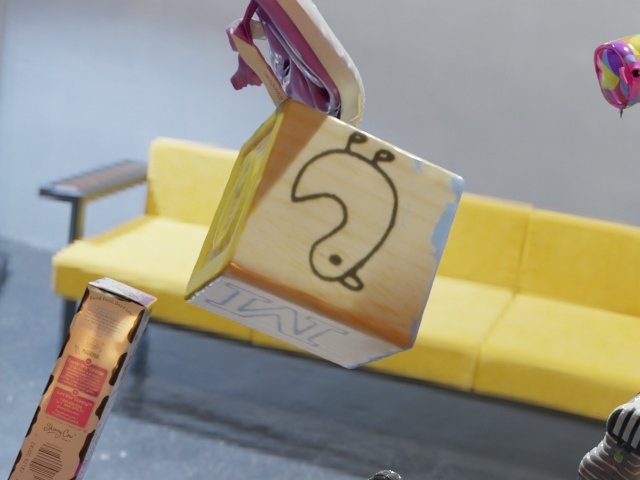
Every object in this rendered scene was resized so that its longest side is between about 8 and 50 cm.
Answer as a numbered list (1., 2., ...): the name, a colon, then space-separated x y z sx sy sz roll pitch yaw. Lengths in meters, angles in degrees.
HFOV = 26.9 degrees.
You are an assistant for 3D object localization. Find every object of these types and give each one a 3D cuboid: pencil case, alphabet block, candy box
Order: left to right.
1. candy box: -0.258 0.161 1.466 0.071 0.233 0.159 22 0 -3
2. alphabet block: 0.000 0.000 1.335 0.197 0.192 0.193 23 -19 -13
3. pencil case: 0.484 -0.245 1.792 0.236 0.104 0.104 -18 21 -14

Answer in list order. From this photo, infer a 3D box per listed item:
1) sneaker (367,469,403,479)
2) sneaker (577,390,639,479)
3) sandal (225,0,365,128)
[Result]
1. sneaker: 0.035 0.342 1.696 0.089 0.051 0.170 -28 -1 -35
2. sneaker: 0.437 0.272 1.829 0.086 0.228 0.132 40 56 20
3. sandal: -0.036 -0.172 1.369 0.169 0.102 0.416 48 -3 18
